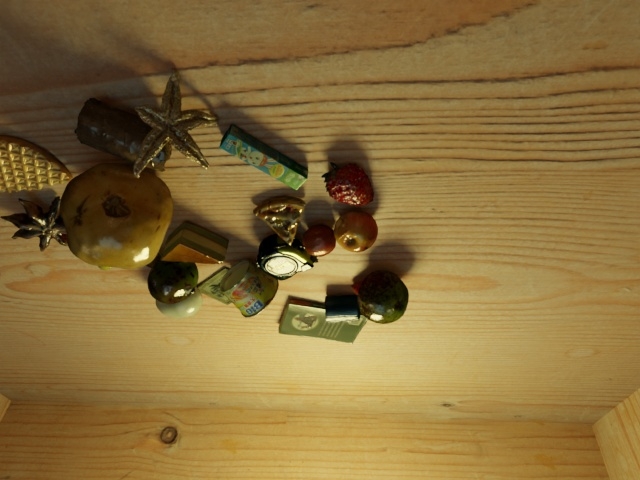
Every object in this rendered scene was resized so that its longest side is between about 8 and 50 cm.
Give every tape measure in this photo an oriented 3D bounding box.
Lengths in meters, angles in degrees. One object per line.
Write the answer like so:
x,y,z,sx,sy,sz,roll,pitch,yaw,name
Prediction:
-0.133,0.051,1.573,0.199,0.112,0.186,-28,137,25,tape measure

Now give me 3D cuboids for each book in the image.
0.010,0.376,1.992,0.372,0.043,0.260,12,137,-10,book

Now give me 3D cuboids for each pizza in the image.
-0.135,-0.062,1.447,0.185,0.036,0.175,2,112,12,pizza

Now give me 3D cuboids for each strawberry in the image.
0.086,-0.157,1.330,0.141,0.085,0.192,-9,139,12,strawberry

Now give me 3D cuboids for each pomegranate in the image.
-0.577,0.124,1.645,0.248,0.202,0.202,34,137,6,pomegranate
-0.607,-0.069,1.318,0.333,0.332,0.332,3,139,2,pomegranate
0.216,0.207,1.686,0.248,0.214,0.214,20,156,44,pomegranate

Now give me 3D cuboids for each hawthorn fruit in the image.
0.000,0.000,1.499,0.128,0.128,0.128,3,139,2,hawthorn fruit

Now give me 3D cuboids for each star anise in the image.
-0.959,-0.053,1.542,0.289,0.088,0.288,-8,140,-7,star anise

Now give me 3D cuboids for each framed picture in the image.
-0.399,0.198,1.840,0.173,0.010,0.231,33,132,-29,framed picture

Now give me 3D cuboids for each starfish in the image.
-0.383,-0.281,1.152,0.231,0.048,0.294,23,93,-33,starfish

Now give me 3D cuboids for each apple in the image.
0.119,-0.026,1.442,0.147,0.146,0.146,3,139,2,apple

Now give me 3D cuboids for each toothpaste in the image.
-0.162,-0.242,1.276,0.267,0.050,0.065,27,132,-25,toothpaste

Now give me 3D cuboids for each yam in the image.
-0.528,-0.287,1.200,0.239,0.127,0.129,19,172,-9,yam

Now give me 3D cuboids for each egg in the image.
-0.592,0.249,1.811,0.210,0.151,0.151,-5,139,18,egg

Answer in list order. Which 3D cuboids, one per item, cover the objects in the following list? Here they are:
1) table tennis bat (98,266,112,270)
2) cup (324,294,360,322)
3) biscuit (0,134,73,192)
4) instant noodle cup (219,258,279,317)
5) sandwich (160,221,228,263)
-0.760,0.002,1.616,0.224,0.054,0.368,20,135,-27,table tennis bat
0.096,0.289,1.838,0.138,0.113,0.150,-4,168,8,cup
-0.968,-0.236,1.362,0.310,0.040,0.204,-5,138,10,biscuit
-0.280,0.173,1.678,0.205,0.204,0.153,-24,122,29,instant noodle cup
-0.454,0.033,1.575,0.188,0.117,0.144,27,137,-27,sandwich
